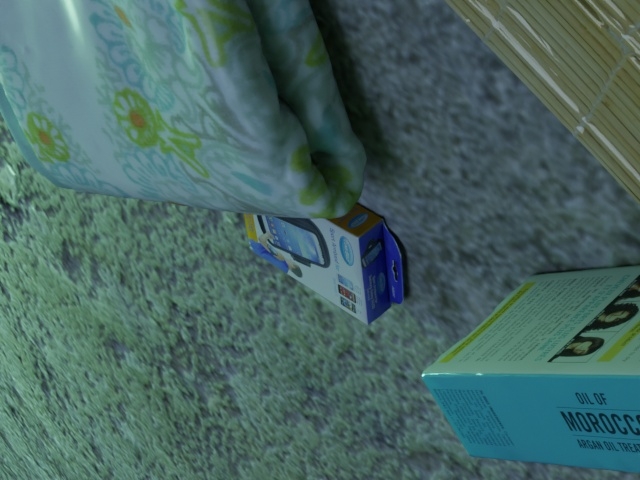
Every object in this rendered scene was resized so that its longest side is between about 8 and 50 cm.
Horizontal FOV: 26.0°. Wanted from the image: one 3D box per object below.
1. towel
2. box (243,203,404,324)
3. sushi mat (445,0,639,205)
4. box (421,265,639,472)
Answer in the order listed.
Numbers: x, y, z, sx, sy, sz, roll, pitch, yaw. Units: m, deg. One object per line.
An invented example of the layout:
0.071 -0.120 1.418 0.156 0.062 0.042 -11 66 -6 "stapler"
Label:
-0.147 -0.187 0.868 0.321 0.090 0.374 11 130 52 "towel"
0.000 0.000 0.935 0.136 0.028 0.081 33 146 37 "box"
0.102 -0.136 0.632 0.316 0.019 0.151 48 153 9 "sushi mat"
0.163 0.061 0.680 0.060 0.100 0.244 59 152 -13 "box"
